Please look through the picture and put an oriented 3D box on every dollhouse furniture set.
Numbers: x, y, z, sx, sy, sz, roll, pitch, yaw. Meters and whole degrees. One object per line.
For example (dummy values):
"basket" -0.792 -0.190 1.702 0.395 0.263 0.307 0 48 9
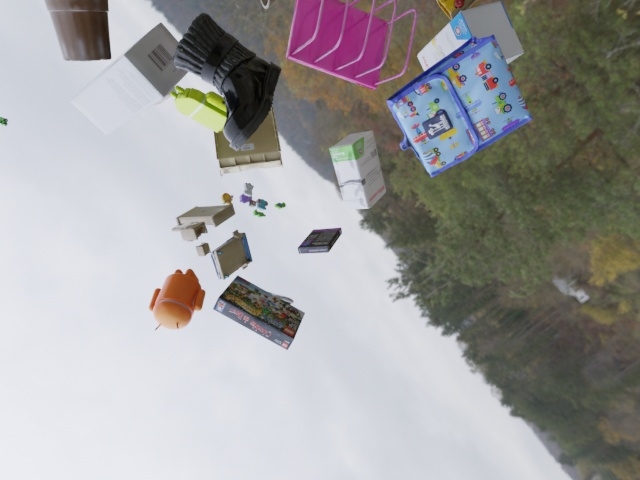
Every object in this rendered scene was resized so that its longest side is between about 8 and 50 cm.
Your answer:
"dollhouse furniture set" -0.460 0.037 1.934 0.286 0.198 0.303 -45 -53 -54

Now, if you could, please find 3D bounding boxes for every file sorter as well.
"file sorter" 0.088 -0.566 1.280 0.290 0.202 0.182 10 180 -26

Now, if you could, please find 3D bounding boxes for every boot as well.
"boot" -0.256 -0.404 1.209 0.260 0.131 0.348 29 -136 -23

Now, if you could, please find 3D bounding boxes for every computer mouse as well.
"computer mouse" -0.189 0.218 1.769 0.193 0.042 0.106 20 179 -24

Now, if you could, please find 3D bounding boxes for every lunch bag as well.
"lunch bag" 0.316 -0.315 1.156 0.221 0.293 0.138 54 -171 -19

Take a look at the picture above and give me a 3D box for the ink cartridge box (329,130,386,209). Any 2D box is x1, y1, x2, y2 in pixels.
"ink cartridge box" 0.160 -0.288 1.952 0.198 0.114 0.273 -43 -56 -48

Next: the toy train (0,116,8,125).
"toy train" -1.003 -0.376 1.466 0.083 0.024 0.017 18 173 6

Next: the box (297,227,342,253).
"box" 0.000 0.000 1.701 0.162 0.116 0.029 -50 -48 -58

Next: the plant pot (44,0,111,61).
"plant pot" -0.648 -0.579 1.291 0.167 0.167 0.165 -103 11 -65

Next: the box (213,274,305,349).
"box" -0.167 0.199 1.340 0.233 0.044 0.159 29 -160 -1

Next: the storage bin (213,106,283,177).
"storage bin" -0.299 -0.400 1.959 0.123 0.262 0.260 96 164 -68

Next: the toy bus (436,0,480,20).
"toy bus" 0.448 -0.770 1.439 0.104 0.202 0.191 55 155 11

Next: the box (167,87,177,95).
"box" -0.680 -0.598 1.897 0.130 0.170 0.091 -30 -74 -37

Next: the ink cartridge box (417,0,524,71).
"ink cartridge box" 0.448 -0.569 1.444 0.171 0.168 0.232 66 158 0

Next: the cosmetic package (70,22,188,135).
"cosmetic package" -0.579 -0.485 1.455 0.155 0.365 0.197 47 -129 -29

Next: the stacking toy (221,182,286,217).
"stacking toy" -0.274 -0.162 1.955 0.221 0.167 0.052 21 -115 -38

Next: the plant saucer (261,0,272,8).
"plant saucer" -0.208 -1.042 1.815 0.278 0.041 0.278 170 90 -77

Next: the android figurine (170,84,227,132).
"android figurine" -0.415 -0.476 1.736 0.273 0.056 0.248 26 163 -26

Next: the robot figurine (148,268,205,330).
"robot figurine" -0.465 0.196 1.539 0.158 0.128 0.219 23 -134 -15
